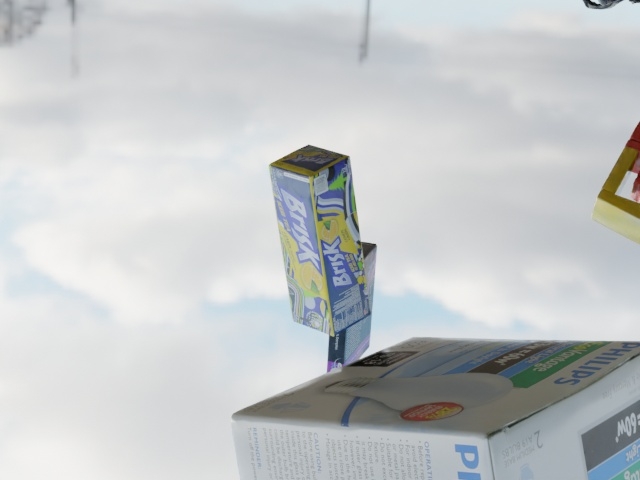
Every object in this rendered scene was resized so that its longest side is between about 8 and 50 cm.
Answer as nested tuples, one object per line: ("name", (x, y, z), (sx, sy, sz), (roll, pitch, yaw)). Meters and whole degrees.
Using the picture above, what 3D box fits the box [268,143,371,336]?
("box", (0.000, 0.000, 1.397), (0.059, 0.168, 0.054), (18, -144, 42))

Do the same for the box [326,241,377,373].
("box", (0.043, 0.095, 2.056), (0.029, 0.162, 0.116), (12, -156, 18))

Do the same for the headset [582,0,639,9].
("headset", (0.367, -0.470, 1.723), (0.185, 0.394, 0.243), (-4, 180, 39))

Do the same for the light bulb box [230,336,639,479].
("light bulb box", (0.158, 0.259, 1.691), (0.361, 0.225, 0.358), (-3, -169, 41))

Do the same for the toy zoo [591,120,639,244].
("toy zoo", (0.379, -0.053, 1.424), (0.192, 0.030, 0.293), (22, -137, 16))
